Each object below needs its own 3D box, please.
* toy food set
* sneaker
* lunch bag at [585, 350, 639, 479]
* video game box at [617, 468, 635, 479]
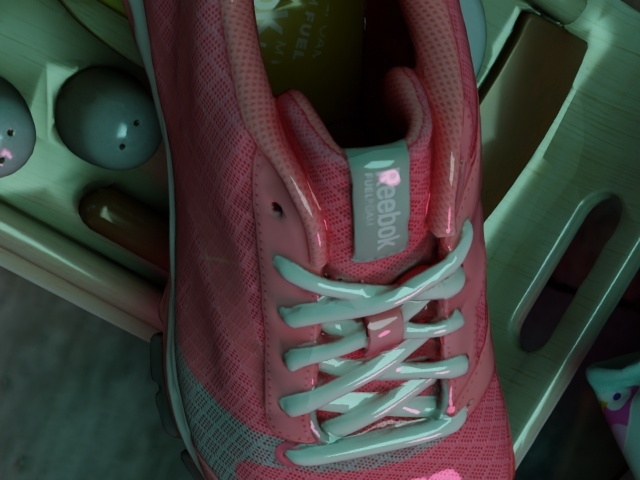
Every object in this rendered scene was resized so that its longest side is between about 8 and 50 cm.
[{"bbox_3d":[-0.007,-0.049,0.620,0.306,0.092,0.219,30,92,-25],"label":"toy food set"},{"bbox_3d":[-0.001,0.000,0.523,0.116,0.136,0.314,-15,103,-10],"label":"sneaker"},{"bbox_3d":[0.257,0.103,0.679,0.262,0.160,0.223,-12,74,-52],"label":"lunch bag"},{"bbox_3d":[0.166,0.215,0.779,0.187,0.048,0.205,-45,114,-7],"label":"video game box"}]
